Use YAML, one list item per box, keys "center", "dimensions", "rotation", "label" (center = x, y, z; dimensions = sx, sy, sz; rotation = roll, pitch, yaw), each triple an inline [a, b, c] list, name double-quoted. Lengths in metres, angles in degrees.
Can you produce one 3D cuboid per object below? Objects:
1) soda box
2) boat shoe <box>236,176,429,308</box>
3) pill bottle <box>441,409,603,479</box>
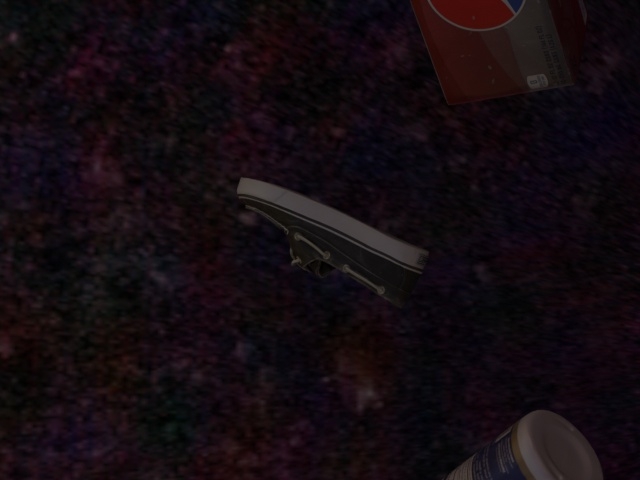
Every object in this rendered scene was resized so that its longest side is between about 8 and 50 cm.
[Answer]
- center: [0.088, -0.216, 0.981]
  dimensions: [0.092, 0.263, 0.083]
  rotation: [-6, 37, 24]
  label: "soda box"
- center: [0.000, 0.000, 1.579]
  dimensions: [0.219, 0.078, 0.070]
  rotation: [25, 93, 27]
  label: "boat shoe"
- center: [0.156, 0.229, 1.384]
  dimensions: [0.169, 0.094, 0.094]
  rotation: [-44, 68, 32]
  label: "pill bottle"
